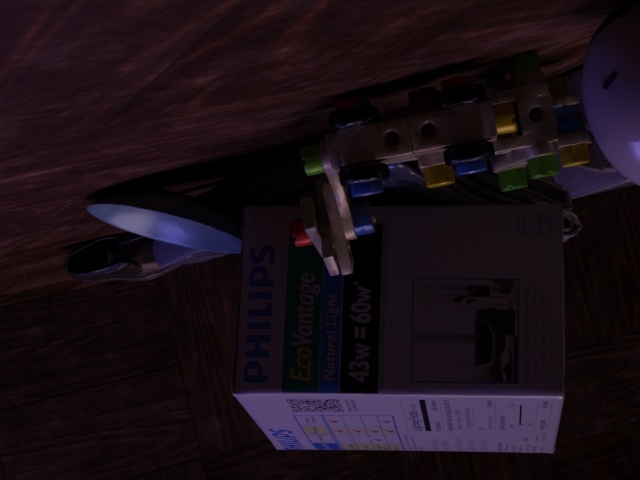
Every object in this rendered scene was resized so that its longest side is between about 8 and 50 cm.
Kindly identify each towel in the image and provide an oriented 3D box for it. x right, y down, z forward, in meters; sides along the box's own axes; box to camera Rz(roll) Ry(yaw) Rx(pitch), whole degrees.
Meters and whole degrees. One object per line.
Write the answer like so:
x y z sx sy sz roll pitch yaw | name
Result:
0.083 -0.030 1.763 0.374 0.090 0.320 -16 152 42 | towel

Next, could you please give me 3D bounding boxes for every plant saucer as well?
-0.173 -0.029 1.679 0.195 0.037 0.195 14 169 3 | plant saucer

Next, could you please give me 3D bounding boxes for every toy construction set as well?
0.107 -0.087 1.427 0.328 0.151 0.215 -25 177 6 | toy construction set

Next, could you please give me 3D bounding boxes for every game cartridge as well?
-0.102 -0.031 2.196 0.294 0.060 0.196 -21 178 25 | game cartridge

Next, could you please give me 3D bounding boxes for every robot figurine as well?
0.356 -0.141 1.198 0.278 0.209 0.173 -15 -161 -3 | robot figurine

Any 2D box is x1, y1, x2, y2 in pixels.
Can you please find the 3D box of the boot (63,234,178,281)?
-0.304 0.028 2.297 0.219 0.082 0.106 -12 180 2 | boot

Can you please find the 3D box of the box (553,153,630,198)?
0.506 -0.151 2.411 0.181 0.119 0.182 -13 177 -31 | box

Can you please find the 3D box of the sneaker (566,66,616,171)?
0.404 -0.159 1.566 0.180 0.124 0.321 -11 176 -34 | sneaker

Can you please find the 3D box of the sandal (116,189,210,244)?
-0.188 -0.046 1.876 0.179 0.040 0.067 -29 -178 4 | sandal

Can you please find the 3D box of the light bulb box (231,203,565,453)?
0.104 0.116 1.716 0.361 0.225 0.358 0 162 7 | light bulb box
